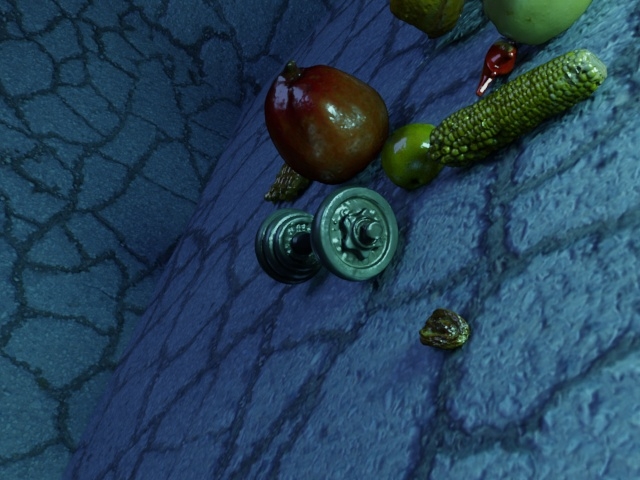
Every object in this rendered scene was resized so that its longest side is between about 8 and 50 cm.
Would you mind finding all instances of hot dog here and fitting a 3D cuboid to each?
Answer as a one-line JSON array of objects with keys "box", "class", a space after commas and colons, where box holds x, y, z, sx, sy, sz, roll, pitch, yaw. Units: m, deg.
[{"box": [0.169, 0.126, 0.804, 0.058, 0.035, 0.083, -57, 20, -15], "class": "hot dog"}]

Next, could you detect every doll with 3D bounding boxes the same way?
[{"box": [0.354, -0.359, 1.118, 0.169, 0.057, 0.109, -54, 0, -40], "class": "doll"}]

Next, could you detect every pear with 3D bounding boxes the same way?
[{"box": [0.181, -0.177, 1.151, 0.141, 0.104, 0.141, -45, 26, 30], "class": "pear"}]

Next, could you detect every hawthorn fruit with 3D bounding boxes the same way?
[{"box": [0.007, -0.281, 1.414, 0.295, 0.311, 0.295, -60, 10, 18], "class": "hawthorn fruit"}]

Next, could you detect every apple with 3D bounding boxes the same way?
[{"box": [0.381, -0.446, 1.000, 0.200, 0.200, 0.200, -45, 23, 25], "class": "apple"}]

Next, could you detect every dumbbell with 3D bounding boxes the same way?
[{"box": [0.000, 0.000, 1.167, 0.406, 0.179, 0.179, -10, 48, 61], "class": "dumbbell"}]

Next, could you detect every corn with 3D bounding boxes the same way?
[{"box": [0.302, -0.205, 0.936, 0.320, 0.097, 0.097, -27, 34, 48], "class": "corn"}]

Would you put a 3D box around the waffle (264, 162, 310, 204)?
[{"box": [-0.075, -0.225, 1.849, 0.301, 0.058, 0.281, -26, 33, 54], "class": "waffle"}]

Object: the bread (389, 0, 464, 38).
[{"box": [0.293, -0.683, 1.405, 0.358, 0.204, 0.336, -50, -15, -79], "class": "bread"}]
